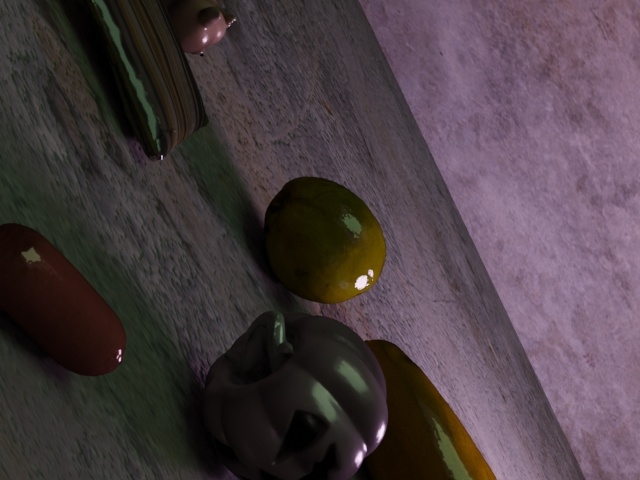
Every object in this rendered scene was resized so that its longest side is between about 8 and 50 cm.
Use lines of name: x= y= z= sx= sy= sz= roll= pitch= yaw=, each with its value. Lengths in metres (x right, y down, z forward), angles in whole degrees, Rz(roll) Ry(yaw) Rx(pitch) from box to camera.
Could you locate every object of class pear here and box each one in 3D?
pear: x=0.000 y=0.000 z=1.724 sx=0.162 sy=0.149 sz=0.149 roll=48 pitch=22 yaw=-27

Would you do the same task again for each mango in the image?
mango: x=0.135 y=0.291 z=1.784 sx=0.359 sy=0.144 sz=0.187 roll=61 pitch=3 yaw=-3

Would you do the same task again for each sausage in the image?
sausage: x=-0.202 y=0.048 z=1.063 sx=0.154 sy=0.062 sz=0.062 roll=54 pitch=19 yaw=-43

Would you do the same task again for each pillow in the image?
pillow: x=-0.189 y=-0.201 z=1.513 sx=0.212 sy=0.052 sz=0.208 roll=-54 pitch=123 yaw=-71

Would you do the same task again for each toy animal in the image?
toy animal: x=-0.161 y=-0.274 z=1.680 sx=0.089 sy=0.083 sz=0.150 roll=43 pitch=13 yaw=-30

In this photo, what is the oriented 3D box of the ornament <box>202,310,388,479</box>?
ornament: x=-0.028 y=0.150 z=1.334 sx=0.177 sy=0.177 sz=0.177 roll=59 pitch=16 yaw=-30
